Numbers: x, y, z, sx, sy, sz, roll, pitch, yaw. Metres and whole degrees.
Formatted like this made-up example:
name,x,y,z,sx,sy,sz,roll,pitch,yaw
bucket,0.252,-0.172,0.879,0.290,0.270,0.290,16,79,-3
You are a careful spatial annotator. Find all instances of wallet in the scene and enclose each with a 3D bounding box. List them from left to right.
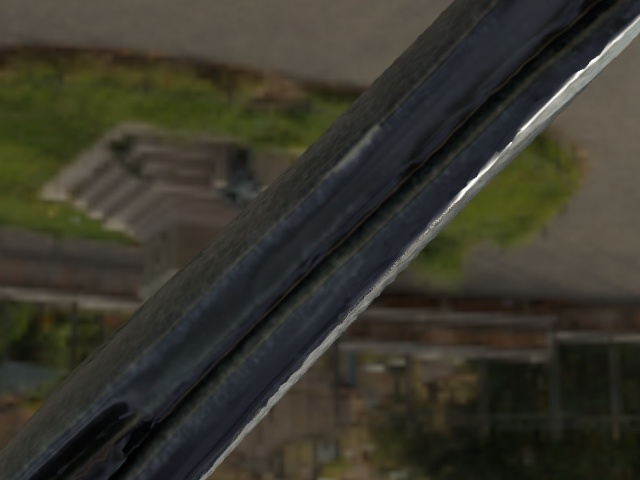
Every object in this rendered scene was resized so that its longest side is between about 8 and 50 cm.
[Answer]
name,x,y,z,sx,sy,sz,roll,pitch,yaw
wallet,-0.002,-0.002,0.408,0.222,0.036,0.167,-46,-178,10
